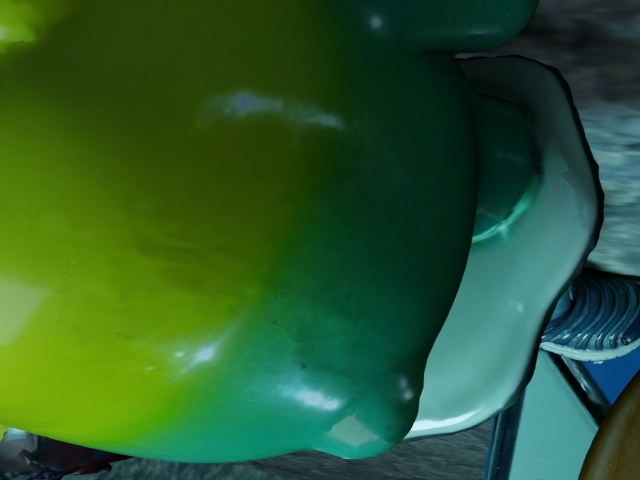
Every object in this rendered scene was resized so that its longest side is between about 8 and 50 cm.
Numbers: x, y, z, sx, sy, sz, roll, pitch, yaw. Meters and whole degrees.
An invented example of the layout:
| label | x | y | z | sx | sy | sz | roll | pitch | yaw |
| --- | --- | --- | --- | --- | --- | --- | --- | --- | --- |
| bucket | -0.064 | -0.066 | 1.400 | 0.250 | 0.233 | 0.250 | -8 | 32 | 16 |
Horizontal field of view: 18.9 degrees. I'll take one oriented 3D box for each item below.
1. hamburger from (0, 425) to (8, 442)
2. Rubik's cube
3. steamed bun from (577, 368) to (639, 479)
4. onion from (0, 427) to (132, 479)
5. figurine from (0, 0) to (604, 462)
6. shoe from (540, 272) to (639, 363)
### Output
| label | x | y | z | sx | sy | sz | roll | pitch | yaw |
| --- | --- | --- | --- | --- | --- | --- | --- | --- | --- |
| hamburger | -0.197 | -0.026 | 0.968 | 0.262 | 0.139 | 0.243 | 43 | 150 | 8 |
| Rubik's cube | 0.245 | 0.202 | 1.462 | 0.250 | 0.246 | 0.248 | 10 | 168 | 7 |
| steamed bun | 0.329 | 0.139 | 1.089 | 0.379 | 0.248 | 0.235 | -1 | 168 | 9 |
| onion | -0.147 | 0.046 | 1.203 | 0.281 | 0.281 | 0.221 | 18 | -161 | -29 |
| figurine | -0.058 | -0.019 | 0.734 | 0.323 | 0.231 | 0.340 | -43 | 148 | 27 |
| shoe | 0.149 | 0.038 | 1.257 | 0.143 | 0.064 | 0.071 | 5 | 149 | 6 |
